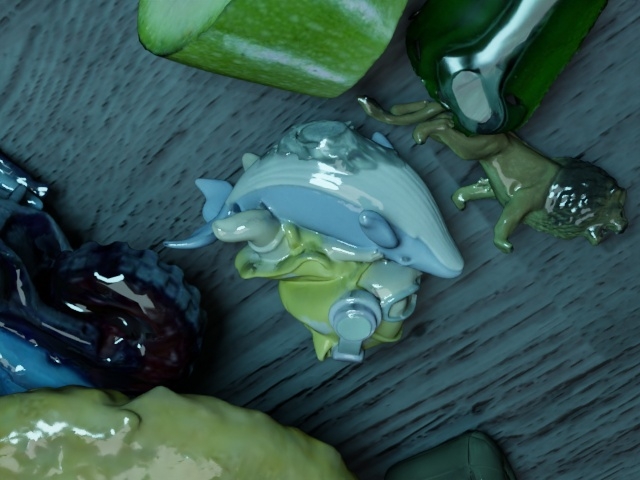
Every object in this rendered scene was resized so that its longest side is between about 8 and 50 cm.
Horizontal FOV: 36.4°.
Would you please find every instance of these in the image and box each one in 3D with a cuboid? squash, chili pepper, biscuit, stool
[{"bbox_3d":[-0.022,-0.167,0.589,0.122,0.170,0.170,23,118,-27],"label":"squash"},{"bbox_3d":[0.141,-0.169,0.633,0.108,0.062,0.216,33,109,-7],"label":"chili pepper"},{"bbox_3d":[-0.149,0.291,0.732,0.429,0.104,0.446,7,122,-9],"label":"biscuit"},{"bbox_3d":[0.112,0.221,0.837,0.110,0.096,0.096,-23,117,20],"label":"stool"}]

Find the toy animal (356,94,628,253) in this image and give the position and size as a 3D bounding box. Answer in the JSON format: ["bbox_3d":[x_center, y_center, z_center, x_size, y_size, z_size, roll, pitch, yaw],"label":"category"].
[{"bbox_3d":[0.117,-0.048,0.703,0.219,0.069,0.086,25,99,-17],"label":"toy animal"}]

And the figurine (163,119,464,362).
[{"bbox_3d":[0.000,0.000,0.701,0.208,0.128,0.184,8,122,6],"label":"figurine"}]

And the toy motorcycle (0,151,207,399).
[{"bbox_3d":[-0.296,0.032,0.703,0.416,0.172,0.232,24,124,-12],"label":"toy motorcycle"}]
